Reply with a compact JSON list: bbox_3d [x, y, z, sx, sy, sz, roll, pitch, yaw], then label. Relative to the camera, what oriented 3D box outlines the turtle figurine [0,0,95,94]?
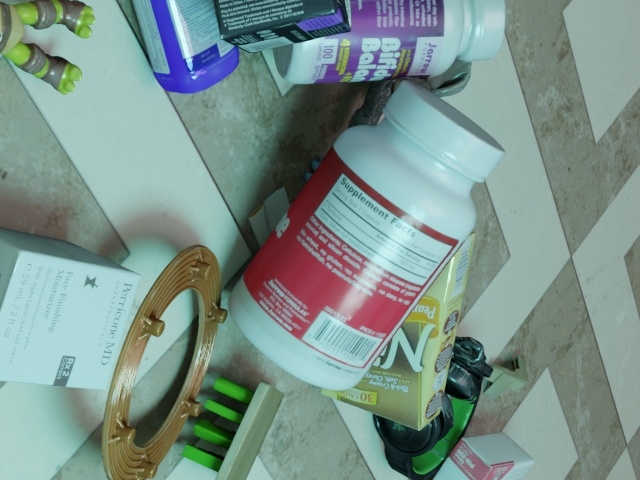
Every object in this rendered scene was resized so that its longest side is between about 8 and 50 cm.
[{"bbox_3d":[-0.358,-0.221,1.313,0.217,0.087,0.269,7,90,-57],"label":"turtle figurine"}]

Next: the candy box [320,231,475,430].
[{"bbox_3d":[0.119,0.118,1.873,0.087,0.183,0.316,-21,124,-59],"label":"candy box"}]

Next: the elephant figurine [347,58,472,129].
[{"bbox_3d":[0.147,-0.282,1.839,0.186,0.169,0.239,7,114,-5],"label":"elephant figurine"}]

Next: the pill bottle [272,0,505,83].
[{"bbox_3d":[0.092,-0.304,1.636,0.302,0.169,0.169,-5,110,-14],"label":"pill bottle"}]

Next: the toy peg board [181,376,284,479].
[{"bbox_3d":[-0.131,0.277,1.754,0.160,0.079,0.161,63,51,-76],"label":"toy peg board"}]

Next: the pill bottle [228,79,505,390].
[{"bbox_3d":[0.069,-0.010,1.664,0.229,0.229,0.407,19,111,-50],"label":"pill bottle"}]

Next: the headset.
[{"bbox_3d":[0.218,0.272,2.069,0.243,0.185,0.394,-46,145,-29],"label":"headset"}]

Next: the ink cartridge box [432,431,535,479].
[{"bbox_3d":[0.278,0.472,2.229,0.159,0.092,0.218,5,120,-49],"label":"ink cartridge box"}]

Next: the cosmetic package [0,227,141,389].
[{"bbox_3d":[-0.340,0.076,1.388,0.184,0.151,0.151,14,94,-50],"label":"cosmetic package"}]

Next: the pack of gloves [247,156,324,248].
[{"bbox_3d":[0.000,0.000,1.832,0.195,0.046,0.232,-43,132,-29],"label":"pack of gloves"}]

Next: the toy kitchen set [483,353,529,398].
[{"bbox_3d":[0.353,0.262,2.346,0.083,0.075,0.068,23,127,-18],"label":"toy kitchen set"}]

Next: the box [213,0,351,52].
[{"bbox_3d":[-0.064,-0.379,1.441,0.165,0.143,0.270,-11,90,-81],"label":"box"}]

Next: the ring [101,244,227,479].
[{"bbox_3d":[-0.195,0.170,1.571,0.336,0.032,0.336,17,90,-77],"label":"ring"}]

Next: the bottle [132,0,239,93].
[{"bbox_3d":[-0.182,-0.327,1.470,0.118,0.092,0.282,-43,132,-38],"label":"bottle"}]
